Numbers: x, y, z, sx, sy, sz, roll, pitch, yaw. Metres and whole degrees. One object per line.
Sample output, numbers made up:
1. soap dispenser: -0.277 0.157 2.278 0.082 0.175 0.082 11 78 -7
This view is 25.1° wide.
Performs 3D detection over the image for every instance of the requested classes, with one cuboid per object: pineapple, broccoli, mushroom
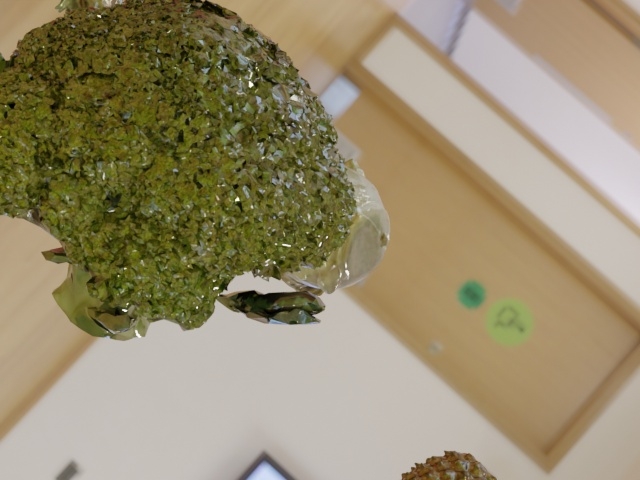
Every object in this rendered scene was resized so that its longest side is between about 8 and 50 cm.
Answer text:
1. pineapple: 0.032 0.144 0.682 0.124 0.058 0.058 -22 160 -34
2. broccoli: -0.054 -0.022 0.474 0.130 0.131 0.120 -94 -154 -54
3. mushroom: 0.002 -0.001 1.103 0.096 0.099 0.278 -11 173 -1

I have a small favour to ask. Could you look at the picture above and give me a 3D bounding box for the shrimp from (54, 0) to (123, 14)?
1. shrimp: -0.240 -0.259 1.331 0.047 0.126 0.223 140 -49 -59
